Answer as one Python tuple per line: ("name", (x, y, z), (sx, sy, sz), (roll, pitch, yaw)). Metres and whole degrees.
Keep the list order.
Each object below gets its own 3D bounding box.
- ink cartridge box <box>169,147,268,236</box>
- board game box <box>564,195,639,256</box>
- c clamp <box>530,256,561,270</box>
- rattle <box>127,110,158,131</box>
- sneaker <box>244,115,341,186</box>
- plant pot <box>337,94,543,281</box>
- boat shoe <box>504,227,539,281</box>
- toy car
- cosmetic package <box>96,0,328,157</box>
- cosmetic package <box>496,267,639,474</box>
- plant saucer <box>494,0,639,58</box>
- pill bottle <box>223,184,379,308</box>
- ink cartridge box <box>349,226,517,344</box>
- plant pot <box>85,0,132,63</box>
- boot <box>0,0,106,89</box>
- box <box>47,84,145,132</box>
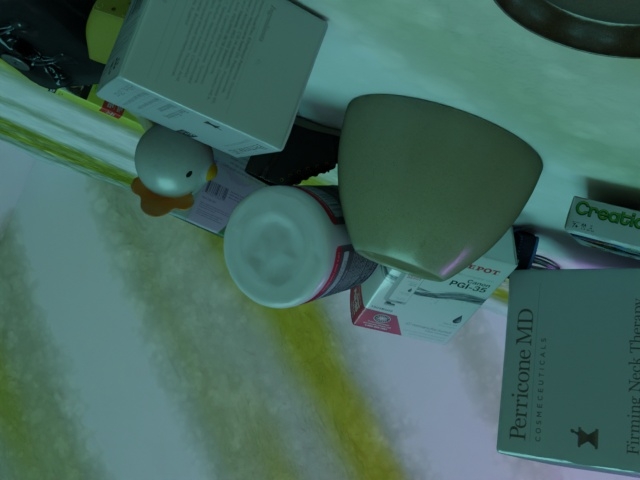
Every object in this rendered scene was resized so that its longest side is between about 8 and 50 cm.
("ink cartridge box", (-0.164, -0.118, 1.321), (0.093, 0.213, 0.154), (18, 175, 43))
("board game box", (0.496, 0.013, 1.020), (0.305, 0.053, 0.193), (17, -179, 25))
("c clamp", (0.472, 0.054, 1.687), (0.137, 0.022, 0.160), (29, 172, -26))
("rattle", (-0.298, -0.215, 1.231), (0.199, 0.130, 0.142), (24, 163, -39))
("sneaker", (-0.006, -0.121, 1.226), (0.221, 0.118, 0.083), (19, 173, 6))
("plant pot", (0.139, -0.053, 1.050), (0.284, 0.191, 0.284), (20, 173, 3))
("boat shoe", (0.347, 0.028, 1.470), (0.089, 0.109, 0.258), (22, 171, 0))
("toy car", (-0.179, -0.137, 1.094), (0.210, 0.238, 0.219), (18, 174, 12))
("cosmetic package", (-0.120, -0.195, 0.820), (0.183, 0.152, 0.151), (23, 174, -24))
("cosmetic package", (0.558, 0.243, 1.317), (0.393, 0.330, 0.327), (-2, 162, 35))
("plant saucer", (0.201, -0.180, 0.535), (0.168, 0.029, 0.168), (19, 174, 2))
("pill bottle", (0.000, 0.000, 1.201), (0.176, 0.177, 0.318), (17, -169, 24))
("ink cartridge box", (0.199, 0.058, 1.398), (0.207, 0.117, 0.283), (14, 139, -13))
("plant pot", (-0.239, -0.266, 0.927), (0.081, 0.082, 0.083), (19, 157, 6))
("boot", (-0.487, -0.334, 0.912), (0.366, 0.146, 0.445), (19, 178, 23))
("box", (-0.342, -0.251, 1.312), (0.232, 0.087, 0.058), (24, 172, -24))
